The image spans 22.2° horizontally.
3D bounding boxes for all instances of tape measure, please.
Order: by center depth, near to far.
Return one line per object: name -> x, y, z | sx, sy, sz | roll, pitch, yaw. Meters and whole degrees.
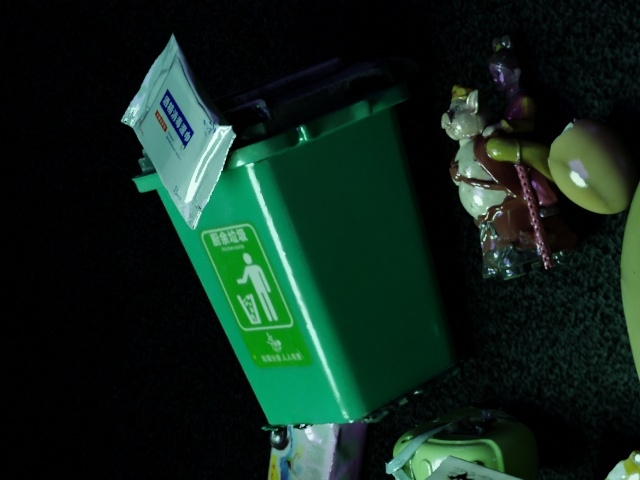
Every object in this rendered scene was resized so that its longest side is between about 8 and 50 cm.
tape measure -> 0.161, 0.233, 1.762 | 0.154, 0.177, 0.087 | 4, 104, 41

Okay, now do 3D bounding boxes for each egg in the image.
egg -> 0.270, -0.070, 1.597 | 0.096, 0.080, 0.080 | 55, 138, 26

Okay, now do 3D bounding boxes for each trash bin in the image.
trash bin -> 0.000, 0.000, 1.841 | 0.259, 0.295, 0.381 | -8, 104, 53

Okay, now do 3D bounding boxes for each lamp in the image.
lamp -> 0.186, -0.087, 1.673 | 0.118, 0.118, 0.253 | -21, 82, 53

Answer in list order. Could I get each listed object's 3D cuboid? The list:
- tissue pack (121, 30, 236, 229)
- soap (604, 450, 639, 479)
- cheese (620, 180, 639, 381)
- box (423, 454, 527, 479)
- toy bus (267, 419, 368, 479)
tissue pack -> -0.146, -0.118, 1.703 | 0.193, 0.026, 0.122 | 56, 129, 41
soap -> 0.348, 0.283, 1.441 | 0.140, 0.073, 0.232 | -54, 52, 36
cheese -> 0.348, 0.033, 1.430 | 0.259, 0.128, 0.316 | -179, 85, -81
box -> 0.254, 0.383, 1.637 | 0.204, 0.051, 0.365 | 10, 134, 54
toy bus -> -0.009, 0.306, 2.069 | 0.112, 0.090, 0.274 | 28, 121, 38
